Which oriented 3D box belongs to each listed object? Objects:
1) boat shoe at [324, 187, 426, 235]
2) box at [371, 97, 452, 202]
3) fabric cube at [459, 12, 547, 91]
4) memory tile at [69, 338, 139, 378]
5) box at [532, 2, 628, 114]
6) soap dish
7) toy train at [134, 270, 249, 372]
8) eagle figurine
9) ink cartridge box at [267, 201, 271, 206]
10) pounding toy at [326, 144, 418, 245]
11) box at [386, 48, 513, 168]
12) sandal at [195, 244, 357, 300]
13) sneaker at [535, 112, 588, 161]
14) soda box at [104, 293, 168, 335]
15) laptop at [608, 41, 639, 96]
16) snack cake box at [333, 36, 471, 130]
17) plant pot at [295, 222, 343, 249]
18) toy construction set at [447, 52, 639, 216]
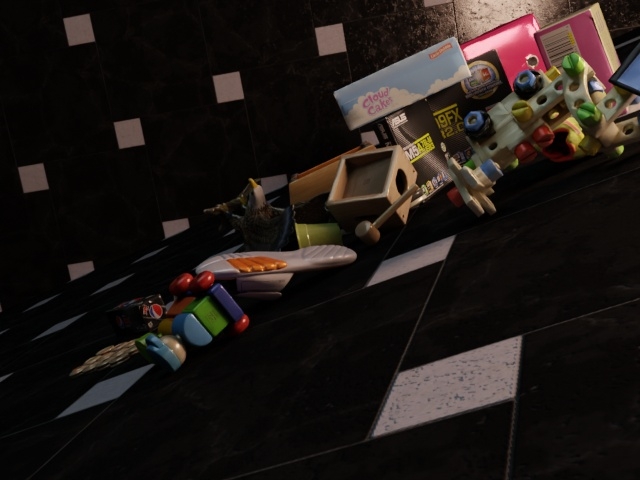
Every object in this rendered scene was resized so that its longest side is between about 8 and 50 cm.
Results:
[{"bbox_3d":[0.103,-0.071,1.597,0.233,0.079,0.084,-14,11,43],"label":"boat shoe"},{"bbox_3d":[0.198,-0.183,1.652,0.045,0.184,0.191,-16,11,37],"label":"box"},{"bbox_3d":[0.507,-0.483,2.384,0.258,0.254,0.259,-26,9,-10],"label":"fabric cube"},{"bbox_3d":[-0.371,0.205,1.444,0.148,0.012,0.113,-19,10,33],"label":"memory tile"},{"bbox_3d":[0.543,-0.361,1.668,0.117,0.213,0.243,-20,10,27],"label":"box"},{"bbox_3d":[0.048,-0.162,2.160,0.291,0.118,0.229,-25,9,5],"label":"soap dish"},{"bbox_3d":[-0.226,0.132,1.246,0.143,0.105,0.248,-44,16,-26],"label":"toy train"},{"bbox_3d":[-0.106,-0.040,1.777,0.298,0.225,0.226,18,79,33],"label":"eagle figurine"},{"bbox_3d":[-0.130,-0.040,2.006,0.052,0.088,0.122,-25,9,-2],"label":"ink cartridge box"},{"bbox_3d":[0.112,-0.063,1.466,0.181,0.094,0.206,-7,50,31],"label":"pounding toy"},{"bbox_3d":[0.295,-0.265,1.774,0.270,0.216,0.060,-22,9,12],"label":"box"},{"bbox_3d":[-0.068,0.061,1.322,0.265,0.076,0.102,-5,14,-10],"label":"sandal"},{"bbox_3d":[0.403,-0.173,1.375,0.094,0.081,0.208,-28,10,-11],"label":"sneaker"},{"bbox_3d":[-0.363,0.149,1.605,0.053,0.060,0.169,-30,10,-36],"label":"soda box"},{"bbox_3d":[0.537,-0.276,1.026,0.234,0.136,0.264,-50,0,-3],"label":"laptop"},{"bbox_3d":[0.169,-0.324,1.665,0.264,0.089,0.152,-23,10,13],"label":"snack cake box"},{"bbox_3d":[0.000,0.000,1.483,0.079,0.083,0.083,-12,9,2],"label":"plant pot"},{"bbox_3d":[0.333,-0.157,1.245,0.328,0.151,0.215,-30,51,6],"label":"toy construction set"}]
